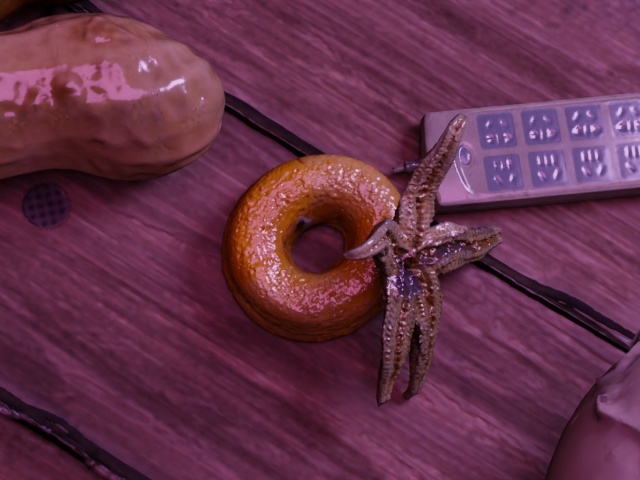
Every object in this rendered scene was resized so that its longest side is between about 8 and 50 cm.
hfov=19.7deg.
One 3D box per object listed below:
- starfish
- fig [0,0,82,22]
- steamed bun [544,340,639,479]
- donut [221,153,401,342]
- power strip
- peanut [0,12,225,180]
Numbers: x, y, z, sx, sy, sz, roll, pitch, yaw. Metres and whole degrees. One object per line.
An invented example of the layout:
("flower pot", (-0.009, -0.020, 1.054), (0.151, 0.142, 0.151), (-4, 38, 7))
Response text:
("starfish", (0.074, 0.014, 1.331), (0.050, 0.217, 0.223), (27, 110, 36))
("fig", (-0.227, -0.206, 1.383), (0.236, 0.124, 0.124), (-43, 83, -3))
("steamed bun", (0.299, 0.242, 1.231), (0.374, 0.241, 0.374), (21, 44, -21))
("donut", (0.000, 0.000, 1.376), (0.152, 0.058, 0.151), (1, 76, -4))
("power strip", (0.167, -0.067, 1.425), (0.227, 0.029, 0.080), (-6, 76, -8))
("peanut", (-0.216, -0.105, 1.344), (0.290, 0.130, 0.130), (-3, 75, -8))
